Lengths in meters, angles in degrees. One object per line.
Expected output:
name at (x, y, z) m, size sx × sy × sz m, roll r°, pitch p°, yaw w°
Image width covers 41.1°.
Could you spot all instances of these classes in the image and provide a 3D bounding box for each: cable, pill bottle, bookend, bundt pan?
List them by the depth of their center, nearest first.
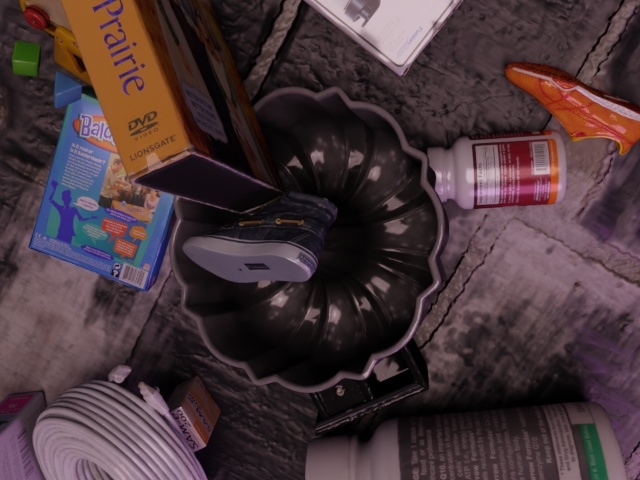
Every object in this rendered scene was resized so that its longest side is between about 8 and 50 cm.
bundt pan at (0.000, 0.000, 0.960) m, size 0.330 × 0.124 × 0.331 m, roll -2°, pitch 86°, yaw 26°
pill bottle at (0.200, -0.080, 0.981) m, size 0.151 × 0.086 × 0.086 m, roll -3°, pitch 105°, yaw 7°
pill bottle at (0.171, 0.310, 1.031) m, size 0.360 × 0.204 × 0.204 m, roll -6°, pitch 105°, yaw 7°
bookend at (0.032, 0.135, 1.063) m, size 0.156 × 0.072 × 0.157 m, roll -24°, pitch 101°, yaw 11°
cable at (-0.247, 0.295, 1.067) m, size 0.257 × 0.089 × 0.257 m, roll -27°, pitch 100°, yaw 45°

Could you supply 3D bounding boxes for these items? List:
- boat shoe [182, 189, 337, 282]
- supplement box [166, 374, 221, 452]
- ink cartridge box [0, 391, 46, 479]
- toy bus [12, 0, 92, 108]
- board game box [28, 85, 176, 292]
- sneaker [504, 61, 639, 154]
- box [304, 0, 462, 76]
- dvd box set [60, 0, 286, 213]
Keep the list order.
boat shoe at (-0.062, -0.005, 0.894) m, size 0.183 × 0.083 × 0.065 m, roll 3°, pitch 145°, yaw 41°
supplement box at (-0.165, 0.222, 1.091) m, size 0.036 × 0.098 × 0.062 m, roll -28°, pitch 102°, yaw 12°
ink cartridge box at (-0.405, 0.333, 1.033) m, size 0.065 × 0.311 × 0.186 m, roll -6°, pitch 104°, yaw 6°
toy bus at (-0.259, -0.233, 0.972) m, size 0.190 × 0.104 × 0.202 m, roll -9°, pitch 72°, yaw -22°
board game box at (-0.251, -0.062, 1.046) m, size 0.160 × 0.047 × 0.210 m, roll 21°, pitch 107°, yaw -1°
sneaker at (0.284, -0.150, 0.968) m, size 0.175 × 0.064 × 0.067 m, roll 27°, pitch 116°, yaw 0°
box at (0.028, -0.333, 0.926) m, size 0.290 × 0.087 × 0.169 m, roll 36°, pitch 105°, yaw -5°
dvd box set at (-0.165, -0.237, 0.795) m, size 0.062 × 0.307 × 0.421 m, roll -23°, pitch 82°, yaw 9°
